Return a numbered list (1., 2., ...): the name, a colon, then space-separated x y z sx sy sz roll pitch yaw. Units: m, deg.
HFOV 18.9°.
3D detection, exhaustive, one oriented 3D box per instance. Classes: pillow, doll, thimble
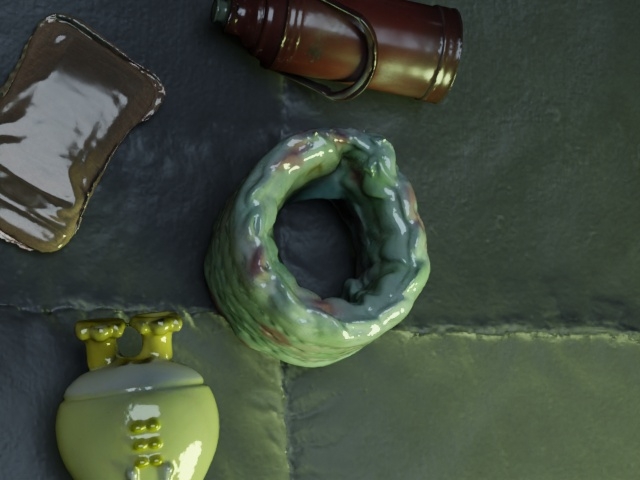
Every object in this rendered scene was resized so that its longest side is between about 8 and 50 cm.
1. pillow: -0.242 -0.096 1.733 0.135 0.034 0.211 36 71 -10
2. doll: -0.148 0.209 1.649 0.141 0.117 0.296 -7 80 -17
3. thimble: 0.000 0.000 1.733 0.185 0.149 0.211 23 71 -10

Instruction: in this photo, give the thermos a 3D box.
1. thermos: 0.009 -0.197 1.813 0.232 0.099 0.124 10 38 -15
